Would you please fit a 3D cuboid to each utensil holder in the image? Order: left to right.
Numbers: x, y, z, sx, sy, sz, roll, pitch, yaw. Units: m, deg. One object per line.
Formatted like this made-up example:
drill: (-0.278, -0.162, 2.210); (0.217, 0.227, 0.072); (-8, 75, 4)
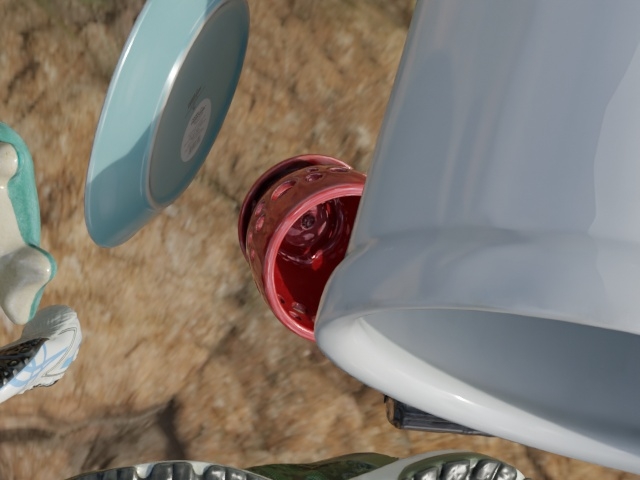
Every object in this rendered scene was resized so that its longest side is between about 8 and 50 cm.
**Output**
utensil holder: (0.202, -0.087, 0.836); (0.327, 0.327, 0.386); (18, 73, -7)

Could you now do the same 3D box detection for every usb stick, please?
usb stick: (0.203, 0.179, 1.573); (0.278, 0.077, 0.045); (6, 95, -7)

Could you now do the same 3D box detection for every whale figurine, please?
whale figurine: (-0.380, -0.031, 1.806); (0.141, 0.216, 0.272); (-12, 53, -47)

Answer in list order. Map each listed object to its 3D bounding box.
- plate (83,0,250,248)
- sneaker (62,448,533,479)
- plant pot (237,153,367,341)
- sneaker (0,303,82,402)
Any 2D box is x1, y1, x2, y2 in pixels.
plate: (-0.075, -0.079, 0.841); (0.024, 0.188, 0.188); (22, 76, 9)
sneaker: (-0.043, 0.231, 1.174); (0.410, 0.182, 0.158); (3, 89, -23)
plant pot: (0.000, 0.000, 1.750); (0.191, 0.174, 0.191); (-8, 113, -19)
sneaker: (-0.353, 0.153, 1.864); (0.085, 0.237, 0.086); (-7, 107, 20)
